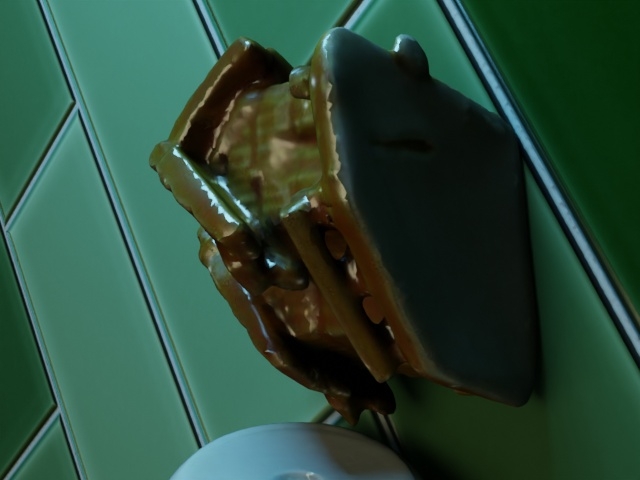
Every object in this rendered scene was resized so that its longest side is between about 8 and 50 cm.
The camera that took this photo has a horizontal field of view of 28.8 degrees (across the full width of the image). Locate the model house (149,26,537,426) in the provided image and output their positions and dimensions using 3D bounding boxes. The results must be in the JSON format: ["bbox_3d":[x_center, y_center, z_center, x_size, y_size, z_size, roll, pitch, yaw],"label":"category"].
[{"bbox_3d":[0.001,0.000,0.785,0.229,0.199,0.220,-13,69,47],"label":"model house"}]

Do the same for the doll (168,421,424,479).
[{"bbox_3d":[-0.017,0.243,0.817,0.251,0.221,0.221,-123,41,-70],"label":"doll"}]
